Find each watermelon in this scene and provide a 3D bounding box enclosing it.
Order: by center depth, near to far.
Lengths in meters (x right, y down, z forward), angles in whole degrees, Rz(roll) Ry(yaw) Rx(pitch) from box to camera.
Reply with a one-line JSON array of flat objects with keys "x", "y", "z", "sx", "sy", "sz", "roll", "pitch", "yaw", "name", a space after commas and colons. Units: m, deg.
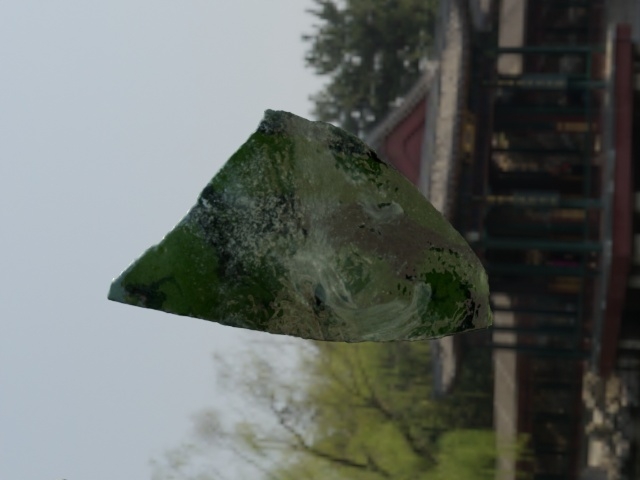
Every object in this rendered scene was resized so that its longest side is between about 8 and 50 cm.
[{"x": 0.004, "y": 0.002, "z": 0.528, "sx": 0.080, "sy": 0.155, "sz": 0.101, "roll": 3, "pitch": -74, "yaw": -78, "name": "watermelon"}]

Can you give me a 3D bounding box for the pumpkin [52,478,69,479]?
[{"x": -0.128, "y": 0.208, "z": 0.545, "sx": 0.146, "sy": 0.190, "sz": 0.190, "roll": -2, "pitch": -85, "yaw": -52, "name": "pumpkin"}]
